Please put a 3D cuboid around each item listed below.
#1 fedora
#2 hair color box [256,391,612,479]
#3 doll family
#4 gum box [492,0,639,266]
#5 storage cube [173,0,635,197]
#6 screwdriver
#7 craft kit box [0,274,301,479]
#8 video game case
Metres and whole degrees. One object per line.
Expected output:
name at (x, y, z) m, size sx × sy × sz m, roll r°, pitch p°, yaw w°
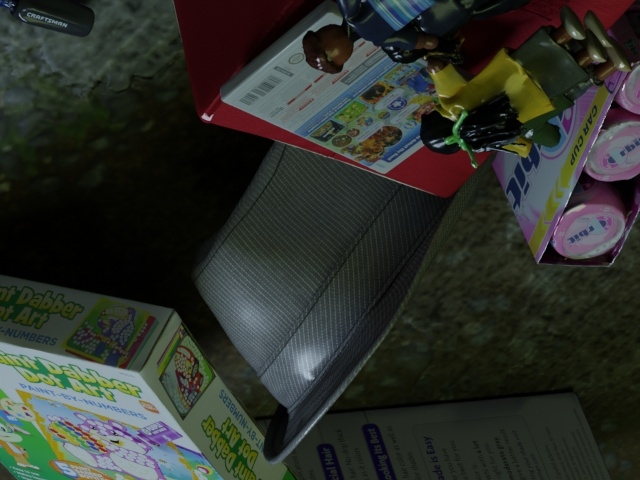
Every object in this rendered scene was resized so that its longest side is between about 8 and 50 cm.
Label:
fedora at (0.000, 0.000, 1.259) m, size 0.124 × 0.275 × 0.244 m, roll 37°, pitch 134°, yaw -1°
hair color box at (0.065, 0.233, 1.541) m, size 0.339 × 0.185 × 0.110 m, roll -2°, pitch 136°, yaw -17°
doll family at (0.070, -0.097, 0.979) m, size 0.111 × 0.076 × 0.193 m, roll -34°, pitch 121°, yaw 20°
gum box at (0.187, -0.087, 1.316) m, size 0.062 × 0.107 × 0.188 m, roll 2°, pitch 133°, yaw -21°
storage cube at (0.038, -0.168, 1.110) m, size 0.183 × 0.215 × 0.193 m, roll 16°, pitch 133°, yaw -32°
screwdriver at (-0.214, -0.154, 1.170) m, size 0.170 × 0.024 × 0.025 m, roll 16°, pitch 156°, yaw -29°
craft kit box at (-0.156, 0.114, 1.331) m, size 0.250 × 0.061 × 0.247 m, roll 9°, pitch 146°, yaw 33°
video game case at (0.020, -0.080, 1.044) m, size 0.122 × 0.011 × 0.087 m, roll 23°, pitch 135°, yaw -37°
